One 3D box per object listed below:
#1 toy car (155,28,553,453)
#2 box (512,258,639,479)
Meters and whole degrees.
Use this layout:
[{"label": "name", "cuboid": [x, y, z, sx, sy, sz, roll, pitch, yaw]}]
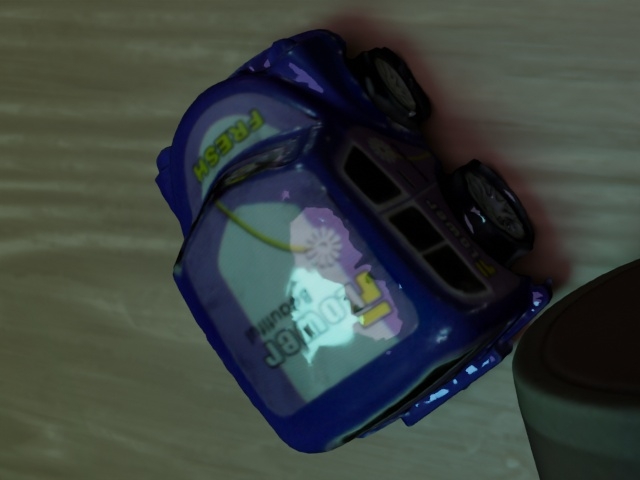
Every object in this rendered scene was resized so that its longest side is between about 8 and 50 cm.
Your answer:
[{"label": "toy car", "cuboid": [0.000, 0.000, 0.641, 0.172, 0.158, 0.235, -40, 82, 23]}, {"label": "box", "cuboid": [0.253, 0.116, 0.493, 0.301, 0.301, 0.216, -12, 99, 25]}]
